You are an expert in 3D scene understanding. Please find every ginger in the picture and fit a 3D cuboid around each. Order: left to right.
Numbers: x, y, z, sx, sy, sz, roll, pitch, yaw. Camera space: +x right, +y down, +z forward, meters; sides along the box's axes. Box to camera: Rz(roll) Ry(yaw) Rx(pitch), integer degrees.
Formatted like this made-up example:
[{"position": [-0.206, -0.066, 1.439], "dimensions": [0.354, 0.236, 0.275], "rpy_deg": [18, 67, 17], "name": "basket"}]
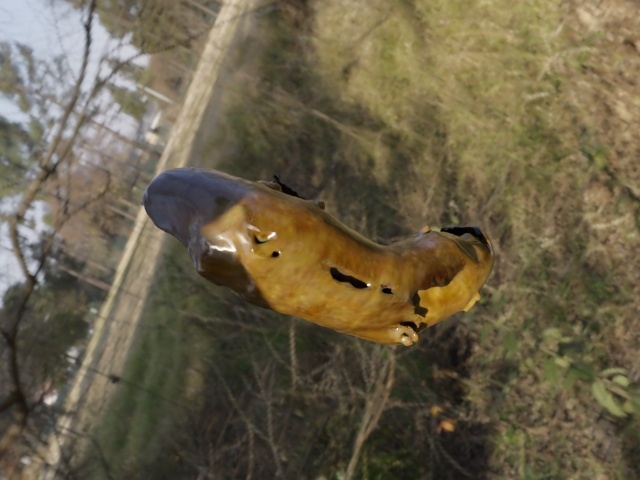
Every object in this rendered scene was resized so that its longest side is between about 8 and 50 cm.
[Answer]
[{"position": [0.003, 0.012, 0.744], "dimensions": [0.107, 0.309, 0.133], "rpy_deg": [123, 155, -49], "name": "ginger"}]
